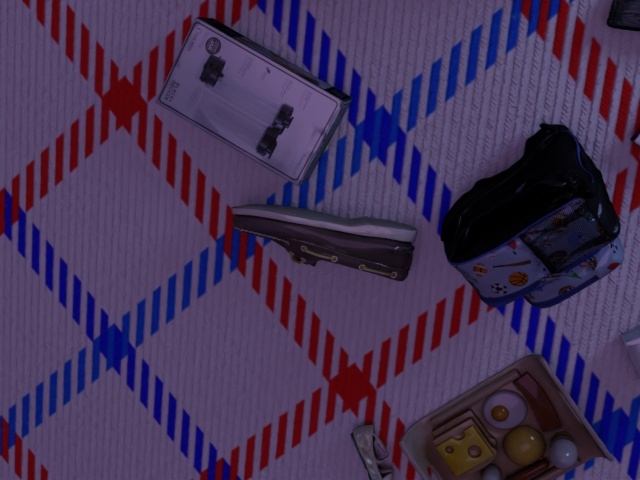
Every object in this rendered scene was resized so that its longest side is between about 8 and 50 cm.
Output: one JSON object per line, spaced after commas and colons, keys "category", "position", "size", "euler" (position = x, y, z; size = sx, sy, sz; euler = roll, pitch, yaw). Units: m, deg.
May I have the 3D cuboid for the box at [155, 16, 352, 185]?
{"category": "box", "position": [-0.113, -0.238, 1.554], "size": [0.290, 0.087, 0.169], "euler": [30, 106, 5]}

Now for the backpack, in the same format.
{"category": "backpack", "position": [0.328, -0.021, 1.433], "size": [0.263, 0.276, 0.213], "euler": [-28, 108, 20]}

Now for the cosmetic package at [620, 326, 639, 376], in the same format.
{"category": "cosmetic package", "position": [0.628, 0.157, 1.494], "size": [0.239, 0.060, 0.099], "euler": [-25, 98, 16]}

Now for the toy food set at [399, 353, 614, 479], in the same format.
{"category": "toy food set", "position": [0.320, 0.364, 1.590], "size": [0.306, 0.092, 0.220], "euler": [-35, 93, 16]}

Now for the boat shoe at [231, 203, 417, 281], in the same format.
{"category": "boat shoe", "position": [0.000, 0.000, 1.571], "size": [0.324, 0.116, 0.097], "euler": [8, 101, 5]}

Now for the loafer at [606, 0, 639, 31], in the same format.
{"category": "loafer", "position": [0.534, -0.351, 1.404], "size": [0.170, 0.062, 0.061], "euler": [10, 99, 9]}

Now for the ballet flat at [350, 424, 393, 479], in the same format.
{"category": "ballet flat", "position": [0.107, 0.417, 1.669], "size": [0.052, 0.057, 0.168], "euler": [-21, 97, 6]}

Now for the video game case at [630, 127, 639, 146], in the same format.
{"category": "video game case", "position": [0.646, -0.186, 1.424], "size": [0.210, 0.042, 0.232], "euler": [38, 107, 1]}
